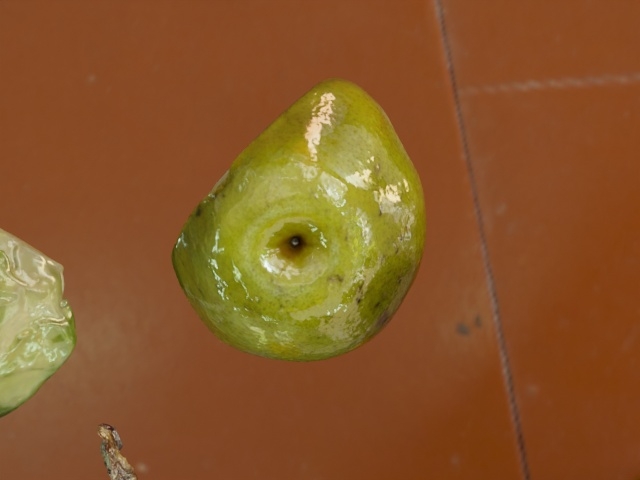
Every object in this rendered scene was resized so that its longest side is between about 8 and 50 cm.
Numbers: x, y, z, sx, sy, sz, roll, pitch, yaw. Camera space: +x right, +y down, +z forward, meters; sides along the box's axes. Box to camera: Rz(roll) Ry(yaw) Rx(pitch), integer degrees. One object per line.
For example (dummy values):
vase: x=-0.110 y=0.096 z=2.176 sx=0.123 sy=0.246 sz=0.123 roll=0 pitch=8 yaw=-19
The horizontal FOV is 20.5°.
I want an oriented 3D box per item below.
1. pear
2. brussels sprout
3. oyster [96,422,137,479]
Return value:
pear: x=0.000 y=0.000 z=0.867 sx=0.104 sy=0.141 sz=0.141 roll=41 pitch=127 yaw=3
brussels sprout: x=-0.250 y=0.056 z=1.213 sx=0.117 sy=0.155 sz=0.155 roll=33 pitch=142 yaw=46
oyster: x=-0.196 y=0.245 z=1.779 sx=0.029 sy=0.086 sz=0.132 roll=-22 pitch=84 yaw=-8
